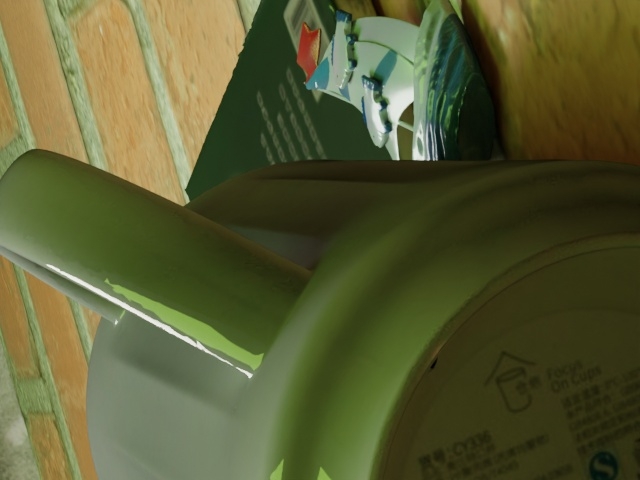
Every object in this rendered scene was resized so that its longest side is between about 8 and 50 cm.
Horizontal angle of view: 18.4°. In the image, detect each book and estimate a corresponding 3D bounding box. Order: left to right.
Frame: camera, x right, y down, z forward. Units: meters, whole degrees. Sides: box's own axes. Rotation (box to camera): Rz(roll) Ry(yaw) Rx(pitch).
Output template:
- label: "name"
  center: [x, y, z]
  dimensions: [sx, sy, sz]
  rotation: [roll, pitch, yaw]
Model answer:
- label: "book"
  center: [0.000, 0.000, 1.207]
  dimensions: [0.371, 0.043, 0.260]
  rotation: [121, 132, -64]

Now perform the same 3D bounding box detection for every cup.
- label: "cup"
  center: [0.018, 0.061, 0.798]
  dimensions: [0.323, 0.236, 0.327]
  rotation: [33, 173, -17]

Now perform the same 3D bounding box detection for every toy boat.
- label: "toy boat"
  center: [0.042, -0.085, 1.000]
  dimensions: [0.149, 0.034, 0.105]
  rotation: [54, 140, 37]
